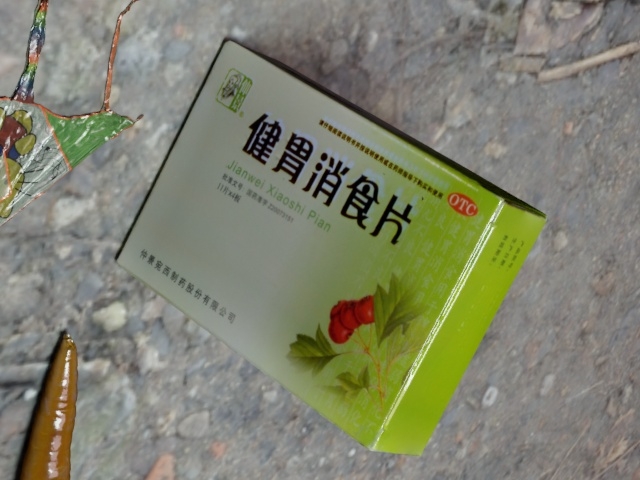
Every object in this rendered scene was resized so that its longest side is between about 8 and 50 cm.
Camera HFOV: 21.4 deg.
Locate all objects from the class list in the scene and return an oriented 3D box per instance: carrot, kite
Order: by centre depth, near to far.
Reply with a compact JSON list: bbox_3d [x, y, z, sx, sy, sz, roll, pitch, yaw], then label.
[{"bbox_3d":[-0.179,-0.105,1.054,0.198,0.006,0.244,2,114,-45],"label":"kite"},{"bbox_3d":[-0.193,0.165,1.196,0.048,0.048,0.216,-8,115,-42],"label":"carrot"}]

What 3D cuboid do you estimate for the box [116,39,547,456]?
[{"bbox_3d":[0.000,0.000,1.104,0.062,0.260,0.175,17,103,-52],"label":"box"}]
